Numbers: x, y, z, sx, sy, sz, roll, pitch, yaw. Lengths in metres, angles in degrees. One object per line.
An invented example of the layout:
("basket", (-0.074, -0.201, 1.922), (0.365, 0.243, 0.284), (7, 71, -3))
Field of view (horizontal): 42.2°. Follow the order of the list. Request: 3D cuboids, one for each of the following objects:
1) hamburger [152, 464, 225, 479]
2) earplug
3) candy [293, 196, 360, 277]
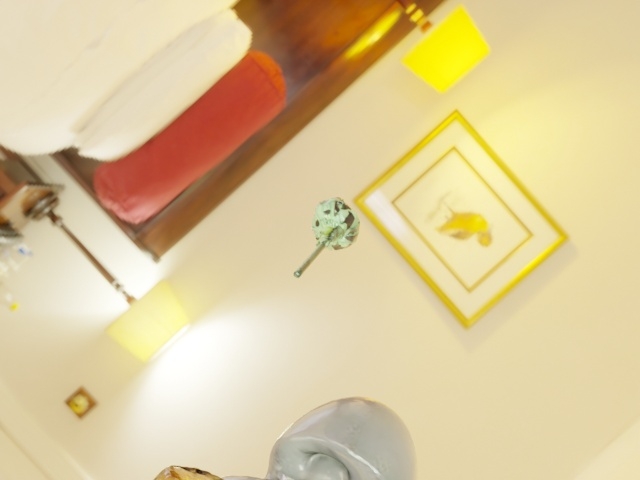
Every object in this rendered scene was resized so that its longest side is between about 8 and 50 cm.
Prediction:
("hamburger", (-0.110, 0.304, 0.804), (0.118, 0.182, 0.191), (-48, -146, -4))
("earplug", (-0.027, 0.321, 0.998), (0.325, 0.214, 0.175), (-36, -161, 0))
("candy", (0.000, 0.000, 1.332), (0.083, 0.091, 0.305), (-22, -171, 20))
